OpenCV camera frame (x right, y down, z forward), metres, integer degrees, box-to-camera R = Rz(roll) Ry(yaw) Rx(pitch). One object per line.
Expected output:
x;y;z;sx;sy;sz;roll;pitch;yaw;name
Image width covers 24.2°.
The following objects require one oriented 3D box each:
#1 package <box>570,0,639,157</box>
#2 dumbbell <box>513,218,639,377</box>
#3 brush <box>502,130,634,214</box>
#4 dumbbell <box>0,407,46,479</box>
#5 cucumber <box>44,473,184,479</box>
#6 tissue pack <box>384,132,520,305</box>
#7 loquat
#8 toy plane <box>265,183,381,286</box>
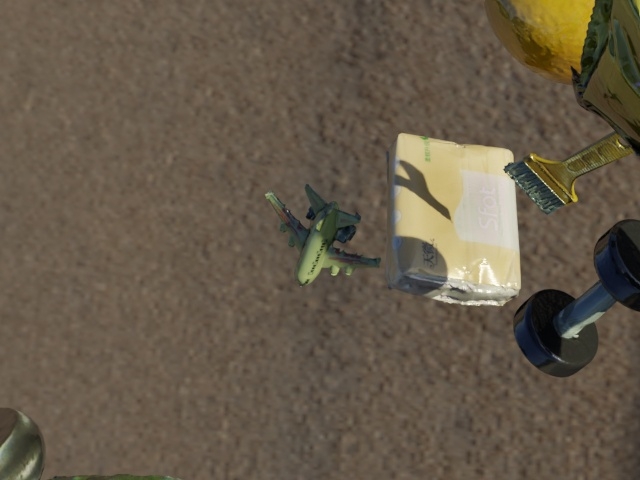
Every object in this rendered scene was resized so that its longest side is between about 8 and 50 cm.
0.222;-0.073;0.781;0.090;0.168;0.226;-36;62;-19;package
0.297;0.065;1.607;0.191;0.100;0.100;-49;53;47;dumbbell
0.294;-0.085;1.692;0.010;0.082;0.218;-54;14;-30;brush
-0.242;0.077;0.671;0.192;0.192;0.290;-21;103;34;dumbbell
-0.225;0.351;1.777;0.325;0.105;0.145;-2;37;31;cucumber
0.177;-0.026;2.007;0.090;0.186;0.222;127;149;-58;tissue pack
0.343;-0.321;1.908;0.274;0.275;0.275;-8;77;37;loquat
0.000;0.000;1.144;0.102;0.040;0.111;36;150;11;toy plane
